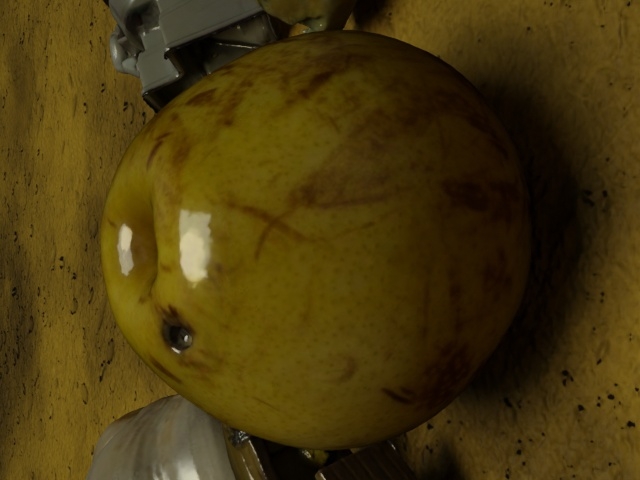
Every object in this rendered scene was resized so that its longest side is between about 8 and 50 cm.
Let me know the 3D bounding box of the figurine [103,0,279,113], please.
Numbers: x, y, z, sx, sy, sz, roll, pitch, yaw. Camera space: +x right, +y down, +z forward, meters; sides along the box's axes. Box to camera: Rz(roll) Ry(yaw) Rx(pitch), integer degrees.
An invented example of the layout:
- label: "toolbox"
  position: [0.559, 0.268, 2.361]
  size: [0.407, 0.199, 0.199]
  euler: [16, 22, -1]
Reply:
- label: "figurine"
  position: [-0.151, -0.267, 1.049]
  size: [0.308, 0.143, 0.309]
  euler: [-4, 83, 38]

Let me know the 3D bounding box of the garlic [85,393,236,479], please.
- label: "garlic"
  position: [-0.130, 0.248, 0.959]
  size: [0.281, 0.184, 0.203]
  euler: [-27, 86, 53]

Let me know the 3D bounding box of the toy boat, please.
- label: "toy boat"
  position: [0.028, 0.211, 0.739]
  size: [0.321, 0.089, 0.121]
  euler: [52, 139, 25]

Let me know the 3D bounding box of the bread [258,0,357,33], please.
- label: "bread"
  position: [-0.018, -0.323, 0.803]
  size: [0.252, 0.238, 0.196]
  euler: [-51, 7, 39]

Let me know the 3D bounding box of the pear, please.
- label: "pear"
  position: [0.000, 0.000, 0.686]
  size: [0.280, 0.280, 0.281]
  euler: [-4, 86, 57]
